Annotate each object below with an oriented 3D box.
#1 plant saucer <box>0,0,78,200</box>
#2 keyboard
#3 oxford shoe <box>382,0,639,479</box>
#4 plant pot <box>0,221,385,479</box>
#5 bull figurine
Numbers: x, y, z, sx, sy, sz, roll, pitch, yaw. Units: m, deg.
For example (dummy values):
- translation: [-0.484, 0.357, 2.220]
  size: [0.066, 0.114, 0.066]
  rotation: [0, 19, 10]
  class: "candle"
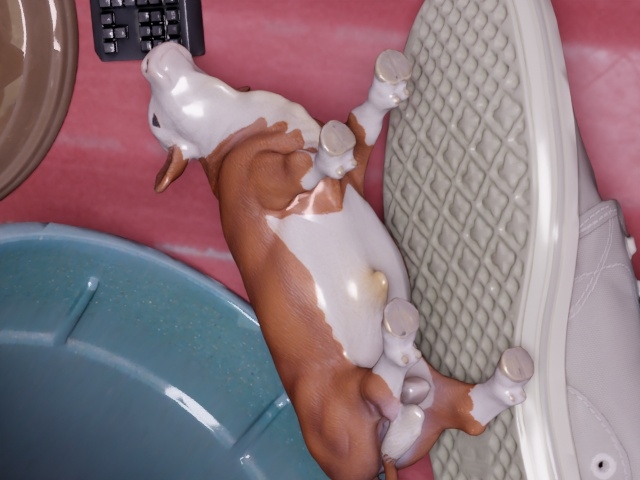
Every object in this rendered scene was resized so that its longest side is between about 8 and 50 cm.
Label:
- translation: [-0.303, -0.144, 0.936]
  size: [0.278, 0.041, 0.278]
  rotation: [3, 101, 15]
  class: "plant saucer"
- translation: [-0.109, -0.209, 0.878]
  size: [0.108, 0.023, 0.180]
  rotation: [-1, 102, 15]
  class: "keyboard"
- translation: [0.137, 0.054, 0.818]
  size: [0.130, 0.169, 0.449]
  rotation: [-10, 92, -26]
  class: "oxford shoe"
- translation: [-0.176, 0.223, 0.845]
  size: [0.341, 0.341, 0.334]
  rotation: [41, 117, 4]
  class: "plant pot"
- translation: [0.000, 0.000, 0.798]
  size: [0.188, 0.101, 0.310]
  rotation: [-33, 81, 58]
  class: "bull figurine"
